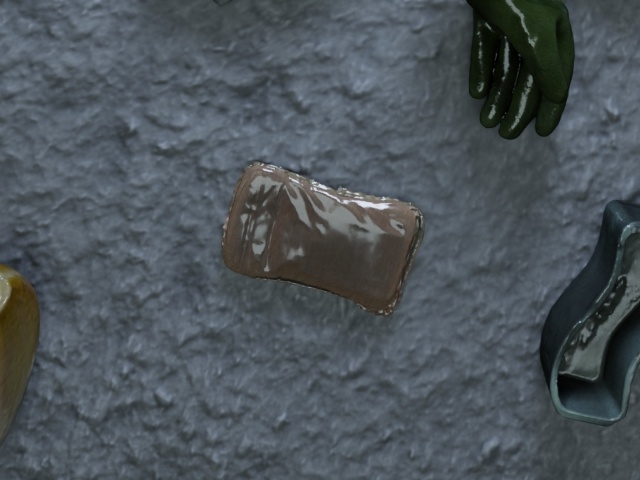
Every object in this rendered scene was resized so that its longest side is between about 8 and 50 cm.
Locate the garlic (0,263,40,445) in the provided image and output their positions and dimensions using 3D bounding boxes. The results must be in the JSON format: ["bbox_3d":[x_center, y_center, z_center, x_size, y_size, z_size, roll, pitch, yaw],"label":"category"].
[{"bbox_3d":[-0.374,0.130,1.475,0.145,0.164,0.245,1,113,-17],"label":"garlic"}]

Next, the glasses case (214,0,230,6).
[{"bbox_3d":[-0.015,-0.349,1.361,0.308,0.083,0.128,-27,104,9],"label":"glasses case"}]

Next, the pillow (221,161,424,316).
[{"bbox_3d":[0.000,-0.003,1.492,0.211,0.034,0.135,17,110,-2],"label":"pillow"}]

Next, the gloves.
[{"bbox_3d":[0.191,-0.222,1.378,0.107,0.135,0.268,-25,121,-12],"label":"gloves"}]

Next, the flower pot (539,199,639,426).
[{"bbox_3d":[0.314,0.076,1.468,0.103,0.108,0.229,23,107,-6],"label":"flower pot"}]
